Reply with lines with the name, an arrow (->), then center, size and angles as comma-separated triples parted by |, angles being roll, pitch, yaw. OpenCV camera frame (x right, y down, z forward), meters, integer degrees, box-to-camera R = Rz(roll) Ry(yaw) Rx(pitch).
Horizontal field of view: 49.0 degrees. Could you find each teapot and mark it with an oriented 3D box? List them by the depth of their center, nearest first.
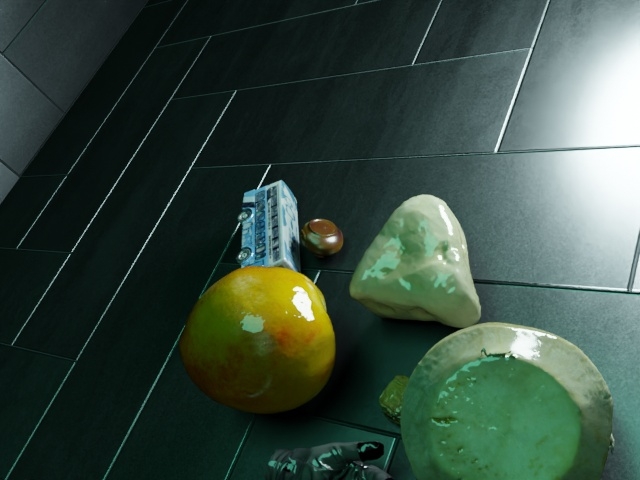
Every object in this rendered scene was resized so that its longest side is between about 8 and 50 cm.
teapot -> 0.000, 0.000, 1.621 | 0.098, 0.078, 0.129 | 1, 29, -15

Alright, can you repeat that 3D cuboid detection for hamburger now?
hamburger -> 0.148, 0.289, 1.270 | 0.083, 0.044, 0.076 | -48, 40, -12

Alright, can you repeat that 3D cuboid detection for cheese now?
cheese -> 0.216, 0.042, 1.339 | 0.251, 0.173, 0.248 | 13, 72, 44

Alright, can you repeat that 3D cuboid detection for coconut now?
coconut -> 0.270, 0.264, 1.029 | 0.323, 0.323, 0.323 | -20, 45, 21

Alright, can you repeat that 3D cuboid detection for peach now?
peach -> -0.127, 0.202, 1.371 | 0.307, 0.289, 0.289 | -15, 43, -1

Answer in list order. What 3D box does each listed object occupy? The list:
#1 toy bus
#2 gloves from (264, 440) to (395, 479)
toy bus -> -0.123, -0.006, 1.690 | 0.131, 0.106, 0.297 | -22, 43, 15
gloves -> 0.022, 0.405, 1.212 | 0.285, 0.119, 0.142 | -7, 60, 50
